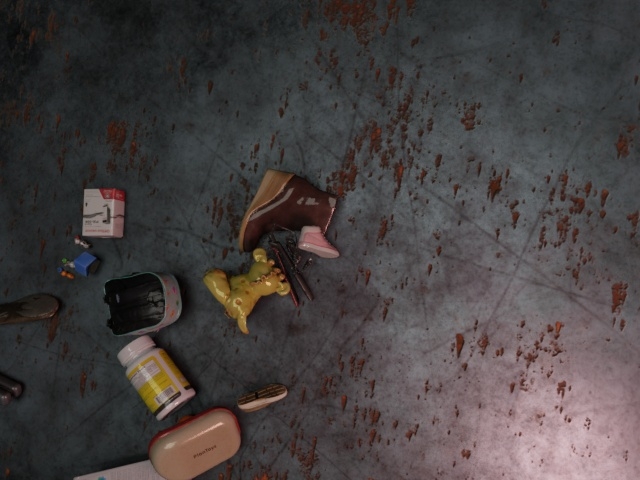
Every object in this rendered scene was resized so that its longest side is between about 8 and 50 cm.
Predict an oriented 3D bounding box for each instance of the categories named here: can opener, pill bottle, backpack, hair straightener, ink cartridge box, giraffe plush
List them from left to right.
[{"bbox_3d":[-1.010,0.419,1.696,0.284,0.076,0.095,20,123,12],"label":"can opener"},{"bbox_3d":[-0.615,-0.077,1.639,0.100,0.056,0.135,-1,86,11],"label":"ink cartridge box"},{"bbox_3d":[-0.479,0.678,1.502,0.312,0.065,0.185,-14,60,0],"label":"ink cartridge box"},{"bbox_3d":[-0.461,0.165,1.540,0.189,0.144,0.165,-17,76,25],"label":"backpack"},{"bbox_3d":[-0.440,0.362,1.538,0.119,0.119,0.208,-41,78,7],"label":"pill bottle"},{"bbox_3d":[-0.180,0.112,1.471,0.171,0.210,0.181,-38,114,-6],"label":"giraffe plush"},{"bbox_3d":[-0.065,0.055,1.486,0.089,0.047,0.230,-21,98,9],"label":"hair straightener"}]

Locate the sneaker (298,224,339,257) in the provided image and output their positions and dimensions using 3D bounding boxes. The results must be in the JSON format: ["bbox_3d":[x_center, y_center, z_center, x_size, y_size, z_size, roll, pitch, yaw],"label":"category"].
[{"bbox_3d":[0.000,0.000,1.472,0.051,0.134,0.070,-14,65,43],"label":"sneaker"}]

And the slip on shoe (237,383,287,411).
[{"bbox_3d":[-0.149,0.417,1.513,0.136,0.051,0.041,-20,122,2],"label":"slip on shoe"}]

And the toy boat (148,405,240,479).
[{"bbox_3d":[-0.333,0.510,1.500,0.231,0.151,0.150,-22,114,-22],"label":"toy boat"}]

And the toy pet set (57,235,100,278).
[{"bbox_3d":[-0.697,0.059,1.643,0.114,0.065,0.122,28,93,13],"label":"toy pet set"}]

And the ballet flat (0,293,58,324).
[{"bbox_3d":[-0.874,0.211,1.681,0.250,0.058,0.084,-10,49,6],"label":"ballet flat"}]

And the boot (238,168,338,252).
[{"bbox_3d":[-0.087,-0.047,1.507,0.207,0.090,0.248,25,101,6],"label":"boot"}]
